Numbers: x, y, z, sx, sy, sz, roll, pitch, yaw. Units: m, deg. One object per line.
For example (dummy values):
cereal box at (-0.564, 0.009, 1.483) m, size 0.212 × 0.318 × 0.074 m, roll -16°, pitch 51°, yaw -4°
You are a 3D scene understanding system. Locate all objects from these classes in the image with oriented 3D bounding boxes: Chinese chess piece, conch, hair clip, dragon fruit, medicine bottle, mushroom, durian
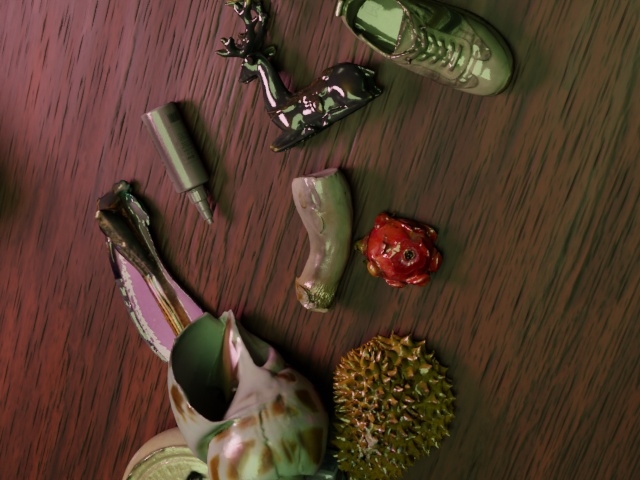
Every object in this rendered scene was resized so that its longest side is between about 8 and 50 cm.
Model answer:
Chinese chess piece at (-0.207, 0.429, 2.018) m, size 0.250 × 0.101 × 0.250 m, roll 2°, pitch 101°, yaw 10°
conch at (-0.111, 0.290, 1.873) m, size 0.249 × 0.368 × 0.197 m, roll 6°, pitch 127°, yaw -24°
hair clip at (-0.270, 0.079, 1.980) m, size 0.110 × 0.095 × 0.358 m, roll -31°, pitch 105°, yaw -11°
dragon fruit at (0.116, 0.018, 1.826) m, size 0.126 × 0.068 × 0.112 m, roll 37°, pitch 113°, yaw 4°
medicine bottle at (-0.212, -0.115, 1.901) m, size 0.058 × 0.057 × 0.199 m, roll -21°, pitch 99°, yaw 23°
mushroom at (0.005, 0.001, 1.853) m, size 0.092 × 0.081 × 0.223 m, roll -1°, pitch 108°, yaw 0°
durian at (0.103, 0.264, 1.873) m, size 0.183 × 0.138 × 0.249 m, roll 8°, pitch 102°, yaw 25°

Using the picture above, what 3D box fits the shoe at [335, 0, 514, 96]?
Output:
shoe at (0.142, -0.282, 1.713) m, size 0.275 × 0.098 × 0.103 m, roll 25°, pitch 116°, yaw 9°

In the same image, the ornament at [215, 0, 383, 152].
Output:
ornament at (-0.044, -0.269, 1.787) m, size 0.202 × 0.080 × 0.236 m, roll -28°, pitch 95°, yaw 27°

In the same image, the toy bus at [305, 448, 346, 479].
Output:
toy bus at (0.000, 0.436, 1.984) m, size 0.064 × 0.075 × 0.190 m, roll 10°, pitch 109°, yaw 16°
